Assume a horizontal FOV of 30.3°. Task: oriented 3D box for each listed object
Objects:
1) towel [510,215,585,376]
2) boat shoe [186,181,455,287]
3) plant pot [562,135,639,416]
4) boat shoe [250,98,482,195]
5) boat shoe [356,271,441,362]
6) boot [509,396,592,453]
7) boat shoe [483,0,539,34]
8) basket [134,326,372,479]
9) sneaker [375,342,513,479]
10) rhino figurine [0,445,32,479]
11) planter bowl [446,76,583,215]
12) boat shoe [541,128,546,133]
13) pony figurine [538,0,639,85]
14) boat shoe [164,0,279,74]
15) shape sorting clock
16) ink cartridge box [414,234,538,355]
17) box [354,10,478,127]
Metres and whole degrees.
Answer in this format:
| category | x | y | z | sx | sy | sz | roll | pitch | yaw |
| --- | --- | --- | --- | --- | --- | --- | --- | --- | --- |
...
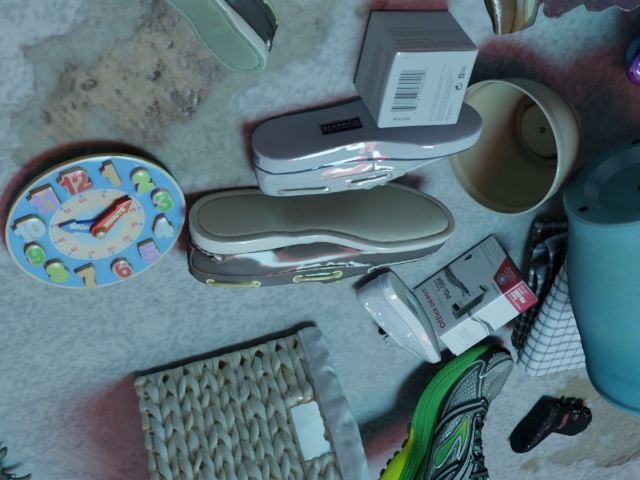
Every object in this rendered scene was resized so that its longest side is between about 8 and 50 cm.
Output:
| category | x | y | z | sx | sy | sz | roll | pitch | yaw |
| --- | --- | --- | --- | --- | --- | --- | --- | --- | --- |
| towel | 0.409 | 0.066 | 1.662 | 0.284 | 0.121 | 0.235 | -8 | 134 | -19 |
| boat shoe | 0.000 | 0.000 | 1.425 | 0.324 | 0.116 | 0.096 | -3 | 136 | -16 |
| plant pot | 0.406 | 0.026 | 1.380 | 0.272 | 0.271 | 0.255 | -27 | 119 | 1 |
| boat shoe | 0.054 | -0.101 | 1.367 | 0.268 | 0.096 | 0.088 | -12 | 141 | -9 |
| boat shoe | 0.107 | 0.114 | 1.612 | 0.063 | 0.066 | 0.184 | -23 | 139 | 17 |
| boot | 0.376 | 0.303 | 1.914 | 0.099 | 0.045 | 0.121 | 11 | 124 | -35 |
| boat shoe | 0.133 | -0.354 | 1.145 | 0.120 | 0.122 | 0.324 | -15 | 118 | 7 |
| basket | -0.077 | 0.355 | 1.569 | 0.266 | 0.328 | 0.331 | -12 | 135 | -7 |
| sneaker | 0.199 | 0.309 | 1.702 | 0.343 | 0.146 | 0.134 | -63 | 144 | -12 |
| rhino figurine | -0.490 | 0.309 | 1.519 | 0.243 | 0.073 | 0.106 | 4 | 131 | -29 |
| planter bowl | 0.243 | -0.122 | 1.403 | 0.109 | 0.162 | 0.162 | -24 | 143 | -42 |
| boat shoe | 0.275 | -0.128 | 1.486 | 0.035 | 0.035 | 0.100 | 5 | 138 | 8 |
| pony figurine | 0.418 | -0.251 | 1.270 | 0.351 | 0.303 | 0.363 | -20 | 160 | -44 |
| boat shoe | -0.118 | -0.264 | 1.164 | 0.081 | 0.068 | 0.227 | -2 | 143 | 35 |
| shape sorting clock | -0.254 | -0.017 | 1.346 | 0.206 | 0.040 | 0.206 | -12 | 134 | -13 |
| ink cartridge box | 0.207 | 0.074 | 1.589 | 0.135 | 0.099 | 0.056 | -36 | 134 | 10 |
| box | 0.104 | -0.191 | 1.311 | 0.102 | 0.087 | 0.101 | -5 | 132 | -21 |
